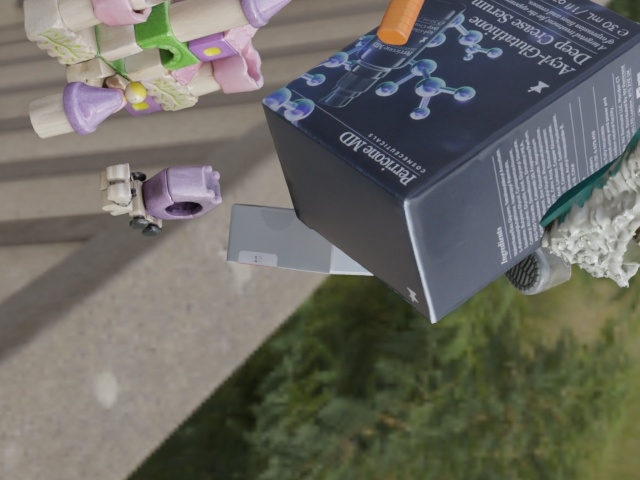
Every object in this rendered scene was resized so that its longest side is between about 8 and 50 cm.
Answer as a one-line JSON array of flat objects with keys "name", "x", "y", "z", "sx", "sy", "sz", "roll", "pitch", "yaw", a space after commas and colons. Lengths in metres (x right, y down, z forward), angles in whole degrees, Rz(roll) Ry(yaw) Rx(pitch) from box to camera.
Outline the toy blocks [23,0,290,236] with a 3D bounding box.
[{"name": "toy blocks", "x": -0.136, "y": -0.208, "z": 1.498, "sx": 0.288, "sy": 0.260, "sz": 0.309, "roll": 40, "pitch": 41, "yaw": -65}]

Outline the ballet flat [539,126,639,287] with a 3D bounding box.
[{"name": "ballet flat", "x": 0.347, "y": -0.063, "z": 1.366, "sx": 0.409, "sy": 0.147, "sz": 0.147, "roll": 123, "pitch": -22, "yaw": -66}]

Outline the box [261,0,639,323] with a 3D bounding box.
[{"name": "box", "x": 0.181, "y": -0.139, "z": 1.769, "sx": 0.395, "sy": 0.293, "sz": 0.212, "roll": -35, "pitch": 135, "yaw": -18}]

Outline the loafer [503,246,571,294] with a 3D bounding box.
[{"name": "loafer", "x": 0.286, "y": -0.009, "z": 2.087, "sx": 0.087, "sy": 0.094, "sz": 0.251, "roll": 5, "pitch": 39, "yaw": -31}]

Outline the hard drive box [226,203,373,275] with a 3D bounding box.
[{"name": "hard drive box", "x": 0.000, "y": 0.000, "z": 2.116, "sx": 0.232, "sy": 0.181, "sz": 0.089, "roll": 5, "pitch": 91, "yaw": -58}]

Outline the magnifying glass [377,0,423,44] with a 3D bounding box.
[{"name": "magnifying glass", "x": 0.103, "y": -0.277, "z": 1.328, "sx": 0.026, "sy": 0.092, "sz": 0.231, "roll": 63, "pitch": 43, "yaw": -53}]
